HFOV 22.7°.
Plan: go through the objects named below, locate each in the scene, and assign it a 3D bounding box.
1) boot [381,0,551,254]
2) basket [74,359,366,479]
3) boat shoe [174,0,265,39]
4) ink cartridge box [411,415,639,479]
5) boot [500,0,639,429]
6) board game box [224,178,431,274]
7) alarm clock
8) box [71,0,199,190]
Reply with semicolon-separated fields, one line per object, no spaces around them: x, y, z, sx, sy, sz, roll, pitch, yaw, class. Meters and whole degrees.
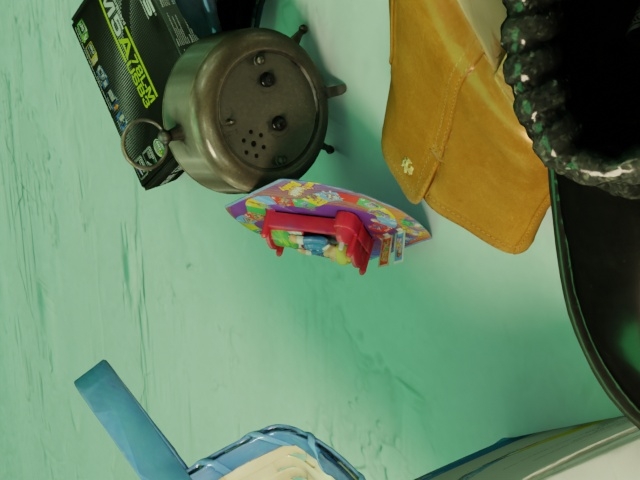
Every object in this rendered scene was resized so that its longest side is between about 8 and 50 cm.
0.067;-0.143;1.073;0.295;0.104;0.211;51;145;23;boot
-0.041;0.221;0.999;0.255;0.201;0.289;50;175;35;basket
-0.054;-0.234;1.240;0.089;0.109;0.258;58;164;19;boat shoe
0.154;0.227;1.079;0.232;0.168;0.171;-28;82;61;ink cartridge box
0.173;-0.034;0.808;0.260;0.131;0.348;-40;-67;-82;boot
0.000;0.000;1.243;0.168;0.133;0.033;-22;51;59;board game box
-0.070;-0.095;1.236;0.064;0.192;0.129;5;112;57;alarm clock
-0.155;-0.164;1.482;0.191;0.045;0.184;66;152;6;box
